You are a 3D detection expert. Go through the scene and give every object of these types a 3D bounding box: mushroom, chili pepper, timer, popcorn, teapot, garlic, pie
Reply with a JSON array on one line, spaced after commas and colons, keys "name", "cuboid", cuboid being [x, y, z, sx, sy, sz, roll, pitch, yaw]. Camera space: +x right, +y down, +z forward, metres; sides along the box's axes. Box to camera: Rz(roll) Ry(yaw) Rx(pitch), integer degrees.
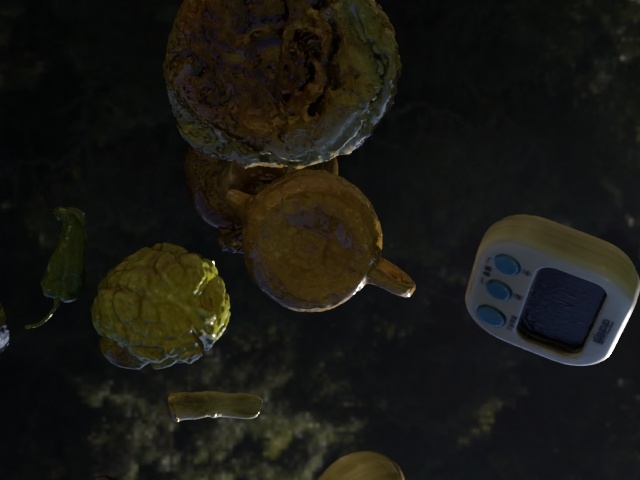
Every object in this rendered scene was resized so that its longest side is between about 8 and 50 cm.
[{"name": "mushroom", "cuboid": [-0.142, -0.140, 2.500, 0.331, 0.334, 0.356, 13, -172, 11]}, {"name": "chili pepper", "cuboid": [-0.411, 0.047, 1.853, 0.073, 0.204, 0.072, 14, -172, 8]}, {"name": "timer", "cuboid": [0.343, 0.074, 1.714, 0.237, 0.087, 0.262, 20, 145, 11]}, {"name": "popcorn", "cuboid": [-0.273, 0.114, 1.948, 0.237, 0.206, 0.251, -32, -175, -23]}, {"name": "teapot", "cuboid": [0.000, 0.000, 1.697, 0.311, 0.203, 0.167, 25, -168, -1]}, {"name": "garlic", "cuboid": [0.067, 0.534, 2.401, 0.245, 0.145, 0.164, -24, 150, -14]}, {"name": "mushroom", "cuboid": [-0.209, 0.326, 2.272, 0.202, 0.059, 0.054, 2, 164, -28]}, {"name": "pie", "cuboid": [-0.044, -0.208, 1.315, 0.308, 0.308, 0.085, 3, -168, 21]}]

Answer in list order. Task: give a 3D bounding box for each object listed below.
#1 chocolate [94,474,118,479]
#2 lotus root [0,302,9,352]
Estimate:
[{"name": "chocolate", "cuboid": [-0.368, 0.462, 1.943, 0.148, 0.125, 0.080, -4, 166, 10]}, {"name": "lotus root", "cuboid": [-0.545, 0.144, 1.671, 0.235, 0.138, 0.119, -40, -174, 47]}]
